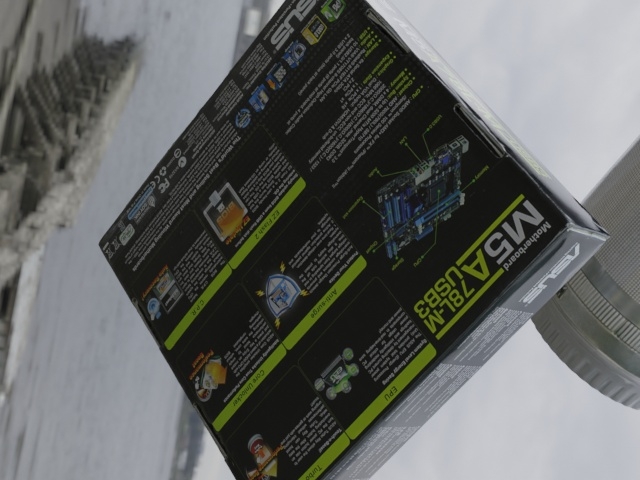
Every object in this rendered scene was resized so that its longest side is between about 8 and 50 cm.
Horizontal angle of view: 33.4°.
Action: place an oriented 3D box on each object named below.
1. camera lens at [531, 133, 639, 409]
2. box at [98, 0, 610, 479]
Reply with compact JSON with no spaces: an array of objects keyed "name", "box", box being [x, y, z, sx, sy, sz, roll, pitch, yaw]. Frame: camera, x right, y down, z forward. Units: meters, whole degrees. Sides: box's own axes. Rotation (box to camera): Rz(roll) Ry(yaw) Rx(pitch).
[{"name":"camera lens","box":[0.364,0.010,1.063,0.274,0.219,0.219,-55,-161,30]},{"name":"box","box":[0.000,0.000,0.481,0.190,0.045,0.184,-50,-121,20]}]
